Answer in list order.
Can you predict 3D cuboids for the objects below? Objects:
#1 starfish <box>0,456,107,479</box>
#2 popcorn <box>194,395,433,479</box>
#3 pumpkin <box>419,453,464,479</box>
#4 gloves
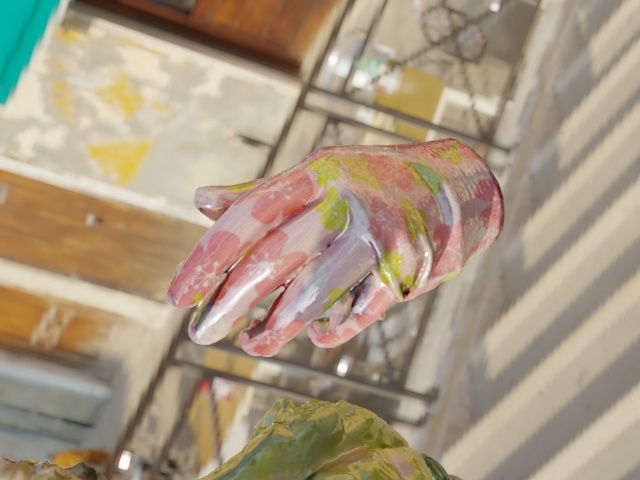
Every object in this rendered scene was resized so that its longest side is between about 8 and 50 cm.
[{"bbox_3d":[-0.050,0.182,0.488,0.132,0.398,0.384,-47,-39,-58],"label":"starfish"},{"bbox_3d":[-0.010,0.142,0.705,0.125,0.126,0.145,6,64,53],"label":"popcorn"},{"bbox_3d":[0.079,0.244,1.147,0.150,0.194,0.194,-53,28,26],"label":"pumpkin"},{"bbox_3d":[0.005,-0.004,1.127,0.126,0.241,0.145,-38,74,56],"label":"gloves"}]
